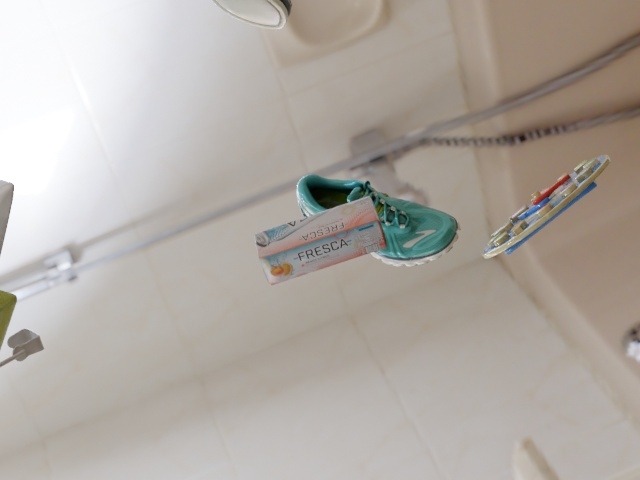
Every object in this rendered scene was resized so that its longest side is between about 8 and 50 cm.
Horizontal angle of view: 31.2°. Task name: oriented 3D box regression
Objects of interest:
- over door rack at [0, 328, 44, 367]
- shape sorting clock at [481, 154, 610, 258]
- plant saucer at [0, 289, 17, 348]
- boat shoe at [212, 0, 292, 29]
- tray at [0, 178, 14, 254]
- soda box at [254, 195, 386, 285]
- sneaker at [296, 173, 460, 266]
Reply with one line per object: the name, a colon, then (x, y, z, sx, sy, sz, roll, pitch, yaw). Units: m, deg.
over door rack: (-0.469, 0.095, 1.351, 0.108, 0.324, 0.240, 1, 115, 35)
shape sorting clock: (0.291, -0.046, 1.495, 0.040, 0.206, 0.206, 51, 172, 3)
plant saucer: (-0.598, 0.153, 1.816, 0.045, 0.188, 0.188, 18, 90, 70)
boat shoe: (-0.137, -0.363, 1.479, 0.254, 0.079, 0.095, 31, 147, 10)
tray: (-0.487, 0.043, 1.574, 0.145, 0.030, 0.271, 14, 91, 52)
soda box: (0.000, 0.000, 1.666, 0.063, 0.183, 0.058, -105, -4, -52)
sneaker: (0.082, -0.037, 1.798, 0.275, 0.107, 0.110, 14, 155, 23)
